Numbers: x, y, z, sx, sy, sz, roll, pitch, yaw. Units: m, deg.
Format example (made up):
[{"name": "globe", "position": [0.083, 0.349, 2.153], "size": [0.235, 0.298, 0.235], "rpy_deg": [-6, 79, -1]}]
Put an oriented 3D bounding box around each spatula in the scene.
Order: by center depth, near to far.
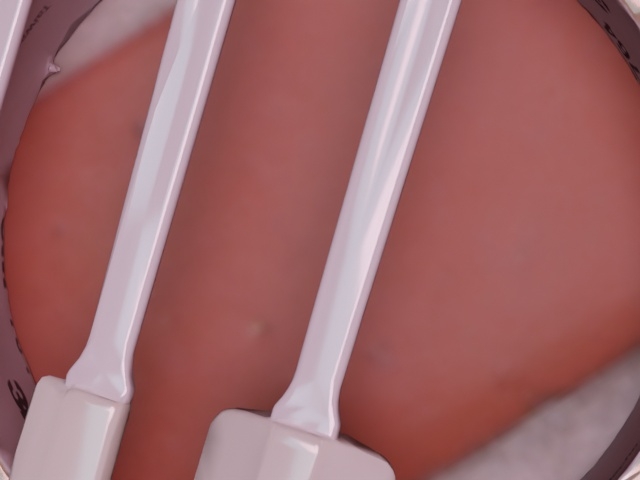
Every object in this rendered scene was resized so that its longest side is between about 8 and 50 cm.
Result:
[{"name": "spatula", "position": [-0.046, -0.002, 0.480], "size": [0.168, 0.019, 0.242], "rpy_deg": [17, 91, 11]}]

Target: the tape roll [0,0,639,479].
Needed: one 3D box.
[{"name": "tape roll", "position": [0.000, 0.000, 0.520], "size": [0.321, 0.077, 0.321], "rpy_deg": [0, 90, 6]}]
